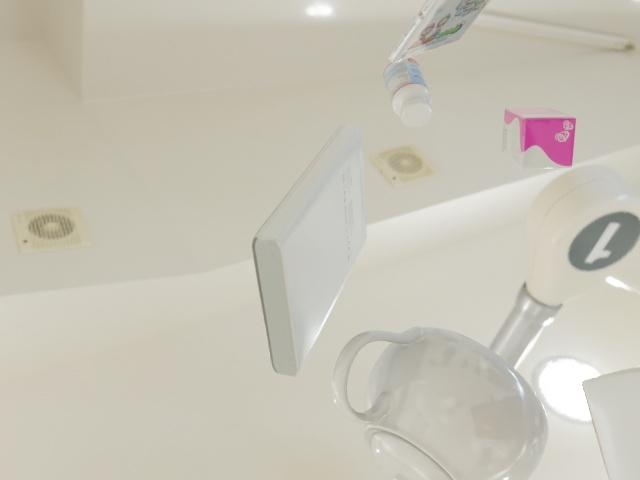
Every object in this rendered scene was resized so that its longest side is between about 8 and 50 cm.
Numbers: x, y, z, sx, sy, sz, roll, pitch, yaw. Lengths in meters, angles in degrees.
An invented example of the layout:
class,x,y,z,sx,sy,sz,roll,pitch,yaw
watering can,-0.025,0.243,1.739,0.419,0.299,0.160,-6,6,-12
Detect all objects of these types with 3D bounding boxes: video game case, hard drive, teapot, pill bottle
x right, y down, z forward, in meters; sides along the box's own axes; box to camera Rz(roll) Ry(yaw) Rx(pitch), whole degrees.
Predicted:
class,x,y,z,sx,sy,sz,roll,pitch,yaw
video game case,0.189,-0.330,0.936,0.157,0.143,0.019,-27,-101,-31
hard drive,0.000,0.000,0.845,0.040,0.203,0.307,7,-145,19
teapot,0.141,0.243,0.796,0.256,0.252,0.187,33,-122,23
pill bottle,0.193,-0.326,1.396,0.087,0.087,0.160,4,-131,-18

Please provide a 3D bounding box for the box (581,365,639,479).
class,x,y,z,sx,sy,sz,roll,pitch,yaw
box,0.396,0.182,0.499,0.345,0.168,0.214,2,-110,-39

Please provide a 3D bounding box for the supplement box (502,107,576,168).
class,x,y,z,sx,sy,sz,roll,pitch,yaw
supplement box,0.491,-0.236,1.446,0.114,0.111,0.220,0,-162,7
